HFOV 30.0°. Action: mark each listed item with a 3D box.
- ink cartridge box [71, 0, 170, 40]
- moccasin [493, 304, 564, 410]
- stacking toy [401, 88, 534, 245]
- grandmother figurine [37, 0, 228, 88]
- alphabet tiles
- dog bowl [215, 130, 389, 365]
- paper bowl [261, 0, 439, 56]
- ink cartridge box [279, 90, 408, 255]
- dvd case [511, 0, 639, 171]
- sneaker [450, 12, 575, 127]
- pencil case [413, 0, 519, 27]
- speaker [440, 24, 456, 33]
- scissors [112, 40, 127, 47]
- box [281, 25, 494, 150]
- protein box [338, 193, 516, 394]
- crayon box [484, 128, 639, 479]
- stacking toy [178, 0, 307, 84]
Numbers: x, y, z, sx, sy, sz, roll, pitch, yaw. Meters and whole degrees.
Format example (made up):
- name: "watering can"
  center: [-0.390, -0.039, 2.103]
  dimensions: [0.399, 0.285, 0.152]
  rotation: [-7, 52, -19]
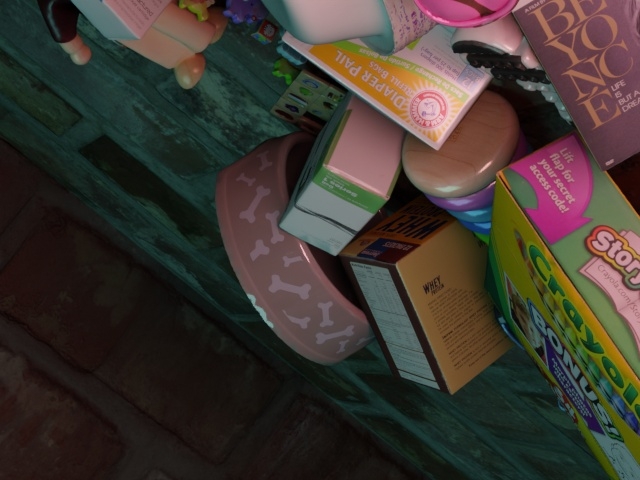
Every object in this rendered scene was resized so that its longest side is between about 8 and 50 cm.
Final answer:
- name: "ink cartridge box"
  center: [-0.211, -0.342, 1.346]
  dimensions: [0.082, 0.190, 0.139]
  rotation: [15, 154, 49]
- name: "moccasin"
  center: [0.345, 0.143, 1.555]
  dimensions: [0.117, 0.137, 0.342]
  rotation: [-10, 137, 39]
- name: "stacking toy"
  center: [0.227, -0.038, 1.446]
  dimensions: [0.141, 0.141, 0.330]
  rotation: [22, 164, 41]
- name: "grandmother figurine"
  center: [-0.273, -0.322, 1.504]
  dimensions: [0.342, 0.207, 0.104]
  rotation: [21, 180, -42]
- name: "alphabet tiles"
  center: [0.056, -0.145, 1.613]
  dimensions: [0.237, 0.009, 0.198]
  rotation: [27, 165, -9]
- name: "dog bowl"
  center: [0.000, 0.000, 1.705]
  dimensions: [0.102, 0.348, 0.349]
  rotation: [-29, 123, 26]
- name: "paper bowl"
  center: [-0.006, -0.282, 1.009]
  dimensions: [0.284, 0.148, 0.284]
  rotation: [56, 178, 3]
- name: "ink cartridge box"
  center: [0.039, -0.095, 1.483]
  dimensions: [0.093, 0.160, 0.219]
  rotation: [26, 156, -7]
- name: "dvd case"
  center: [0.259, -0.168, 0.961]
  dimensions: [0.221, 0.165, 0.018]
  rotation: [50, -165, -39]
- name: "sneaker"
  center: [0.247, -0.167, 1.072]
  dimensions: [0.292, 0.118, 0.110]
  rotation: [23, 175, -40]
- name: "pencil case"
  center: [0.130, -0.254, 0.862]
  dimensions: [0.095, 0.209, 0.098]
  rotation: [-4, 137, 35]
- name: "speaker"
  center: [0.152, -0.223, 1.184]
  dimensions: [0.136, 0.055, 0.055]
  rotation: [36, 164, 0]
- name: "scissors"
  center: [-0.340, -0.379, 1.818]
  dimensions: [0.109, 0.021, 0.297]
  rotation: [29, 165, 29]
- name: "box"
  center: [0.076, -0.196, 1.262]
  dimensions: [0.203, 0.114, 0.103]
  rotation: [35, -172, 1]
- name: "protein box"
  center: [0.168, 0.057, 1.589]
  dimensions: [0.136, 0.200, 0.201]
  rotation: [10, 129, 57]
- name: "crayon box"
  center: [0.304, 0.115, 1.216]
  dimensions: [0.363, 0.106, 0.313]
  rotation: [59, 174, 22]
- name: "stacking toy"
  center: [-0.058, -0.269, 1.493]
  dimensions: [0.221, 0.052, 0.167]
  rotation: [33, 166, -24]
